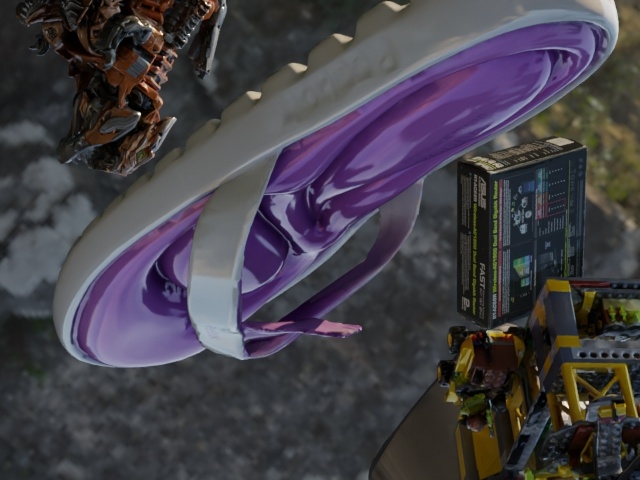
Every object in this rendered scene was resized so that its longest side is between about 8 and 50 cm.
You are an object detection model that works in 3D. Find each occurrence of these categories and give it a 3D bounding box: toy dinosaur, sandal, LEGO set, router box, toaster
[{"bbox_3d":[-0.156,-0.215,1.043,0.164,0.218,0.322,-15,-109,50],"label":"toy dinosaur"},{"bbox_3d":[-0.013,0.001,0.755,0.169,0.102,0.416,-2,155,-38],"label":"sandal"},{"bbox_3d":[0.232,0.150,0.813,0.255,0.331,0.192,113,-21,-50],"label":"LEGO set"},{"bbox_3d":[0.144,-0.006,1.053,0.092,0.122,0.038,-16,-155,-31],"label":"router box"},{"bbox_3d":[0.136,0.187,1.143,0.227,0.129,0.146,-51,-151,10],"label":"toaster"}]
